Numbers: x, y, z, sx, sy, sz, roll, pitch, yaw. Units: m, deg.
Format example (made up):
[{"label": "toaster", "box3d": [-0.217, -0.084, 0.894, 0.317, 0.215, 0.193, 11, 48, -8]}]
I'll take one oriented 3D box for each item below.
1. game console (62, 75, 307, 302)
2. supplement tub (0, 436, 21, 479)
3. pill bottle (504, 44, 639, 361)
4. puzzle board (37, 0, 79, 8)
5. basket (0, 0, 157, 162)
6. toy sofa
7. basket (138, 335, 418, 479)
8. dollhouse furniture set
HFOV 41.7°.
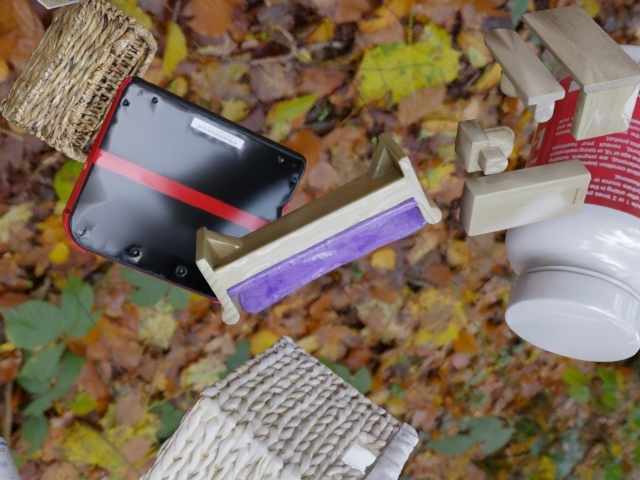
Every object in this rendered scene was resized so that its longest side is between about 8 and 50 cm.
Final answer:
[{"label": "game console", "box3d": [-0.258, -0.082, 1.601, 0.387, 0.060, 0.341, 23, 96, -21]}, {"label": "supplement tub", "box3d": [-0.429, 0.318, 1.097, 0.071, 0.107, 0.071, -26, 157, -12]}, {"label": "pill bottle", "box3d": [0.390, -0.051, 1.167, 0.229, 0.229, 0.407, 88, 22, -63]}, {"label": "puzzle board", "box3d": [-0.482, -0.438, 1.420, 0.011, 0.128, 0.096, -49, -179, 28]}, {"label": "basket", "box3d": [-0.449, -0.310, 1.653, 0.223, 0.213, 0.299, 33, 87, -32]}, {"label": "toy sofa", "box3d": [0.000, 0.000, 1.299, 0.363, 0.177, 0.150, -27, -158, 2]}, {"label": "basket", "box3d": [-0.082, 0.362, 1.193, 0.331, 0.266, 0.328, -56, 168, 19]}, {"label": "dollhouse furniture set", "box3d": [0.188, -0.111, 0.778, 0.144, 0.123, 0.151, -11, 136, -10]}]
